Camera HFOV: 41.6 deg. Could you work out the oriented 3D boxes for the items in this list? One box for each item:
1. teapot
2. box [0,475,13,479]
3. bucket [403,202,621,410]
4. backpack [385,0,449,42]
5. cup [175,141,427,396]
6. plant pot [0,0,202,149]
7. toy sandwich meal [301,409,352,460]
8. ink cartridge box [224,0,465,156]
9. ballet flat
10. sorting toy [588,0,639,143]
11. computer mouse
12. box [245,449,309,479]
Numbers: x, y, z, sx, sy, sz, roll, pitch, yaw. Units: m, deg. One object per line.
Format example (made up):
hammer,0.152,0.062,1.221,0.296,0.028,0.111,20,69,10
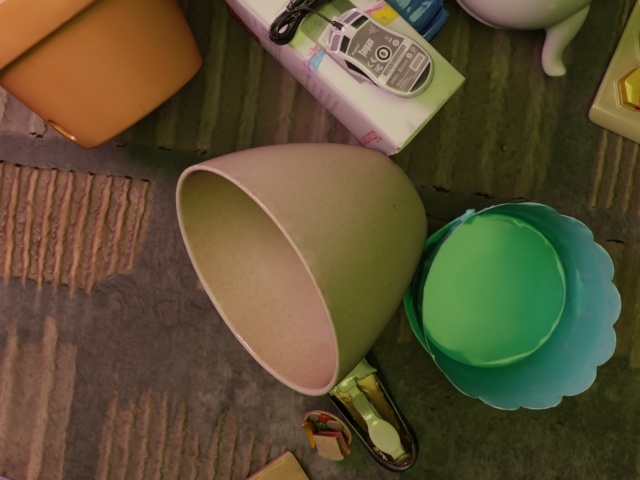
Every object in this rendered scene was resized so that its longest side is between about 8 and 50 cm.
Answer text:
teapot,0.253,-0.385,1.146,0.252,0.187,0.256,9,66,-22
box,-0.494,0.476,1.133,0.127,0.231,0.262,22,93,-4
bucket,0.253,0.082,1.168,0.281,0.183,0.281,0,93,-2
backpack,0.127,-0.322,1.167,0.101,0.120,0.098,37,91,-4
cup,0.000,0.000,1.110,0.237,0.331,0.331,-33,95,-27
plant pot,-0.290,-0.255,1.087,0.291,0.291,0.203,-36,110,0
toy sandwich meal,0.008,0.284,1.228,0.085,0.029,0.085,17,133,19
ink cartridge box,0.021,-0.260,1.114,0.306,0.226,0.131,42,91,-5
ballet flat,0.057,0.215,1.210,0.095,0.096,0.280,-37,94,-1
sorting toy,0.518,-0.236,1.232,0.193,0.038,0.208,23,93,-4
computer mouse,0.044,-0.228,0.985,0.193,0.042,0.106,35,86,1
box,-0.083,0.432,1.227,0.201,0.021,0.164,-33,93,-16
